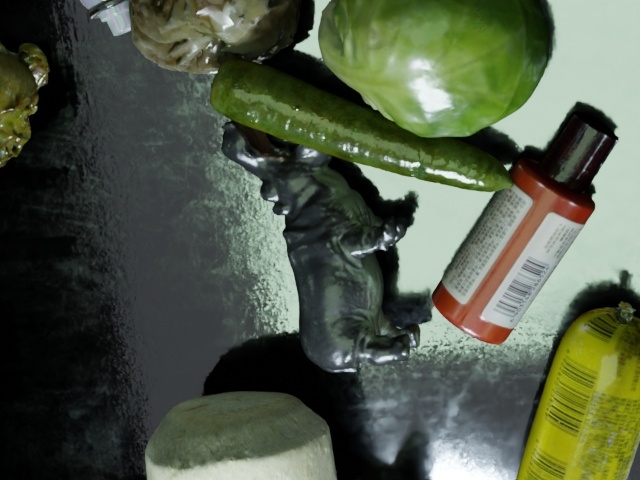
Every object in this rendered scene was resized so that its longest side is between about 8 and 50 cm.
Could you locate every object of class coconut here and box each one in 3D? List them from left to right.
[{"bbox_3d":[-0.094,0.320,1.489,0.237,0.237,0.266,-9,95,15],"label":"coconut"}]

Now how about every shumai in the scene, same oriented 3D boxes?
[{"bbox_3d":[-0.128,-0.269,1.383,0.206,0.175,0.166,-9,100,5],"label":"shumai"}]

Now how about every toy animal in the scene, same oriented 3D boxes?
[{"bbox_3d":[0.013,-0.011,1.457,0.168,0.106,0.343,-22,88,18],"label":"toy animal"}]

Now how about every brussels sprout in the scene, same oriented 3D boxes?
[{"bbox_3d":[0.125,-0.220,1.325,0.244,0.244,0.244,3,103,13],"label":"brussels sprout"}]

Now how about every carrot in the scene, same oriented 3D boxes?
[{"bbox_3d":[0.046,-0.122,1.377,0.359,0.074,0.074,19,106,6],"label":"carrot"}]

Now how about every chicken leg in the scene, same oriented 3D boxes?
[{"bbox_3d":[-0.547,-0.145,1.550,0.429,0.153,0.201,-4,89,22],"label":"chicken leg"}]

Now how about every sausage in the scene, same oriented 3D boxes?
[{"bbox_3d":[0.308,0.229,1.430,0.123,0.123,0.347,17,106,9],"label":"sausage"}]

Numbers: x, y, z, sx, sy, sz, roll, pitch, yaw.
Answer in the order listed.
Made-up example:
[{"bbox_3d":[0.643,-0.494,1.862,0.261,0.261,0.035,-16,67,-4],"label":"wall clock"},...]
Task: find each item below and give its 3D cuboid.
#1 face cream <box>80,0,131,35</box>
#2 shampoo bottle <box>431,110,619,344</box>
[{"bbox_3d":[-0.279,-0.356,1.460,0.075,0.075,0.229,-23,96,17],"label":"face cream"},{"bbox_3d":[0.240,-0.019,1.398,0.104,0.104,0.278,33,108,4],"label":"shampoo bottle"}]
